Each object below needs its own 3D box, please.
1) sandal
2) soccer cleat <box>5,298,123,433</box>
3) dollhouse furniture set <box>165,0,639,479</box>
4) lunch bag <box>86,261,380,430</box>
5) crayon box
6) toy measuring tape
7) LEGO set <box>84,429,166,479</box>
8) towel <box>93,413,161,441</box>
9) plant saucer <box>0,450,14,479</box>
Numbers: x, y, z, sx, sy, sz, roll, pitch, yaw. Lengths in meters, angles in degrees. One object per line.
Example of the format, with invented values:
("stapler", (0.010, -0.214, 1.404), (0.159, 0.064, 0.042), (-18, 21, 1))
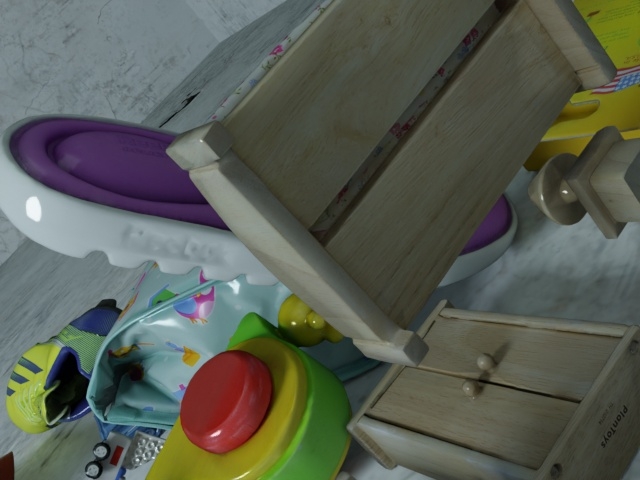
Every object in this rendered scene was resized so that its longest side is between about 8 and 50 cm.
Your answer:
("sandal", (-0.002, -0.046, 0.568), (0.169, 0.416, 0.102), (51, 131, 39))
("soccer cleat", (-0.303, 0.168, 0.944), (0.289, 0.093, 0.121), (-38, 21, 39))
("dollhouse furniture set", (0.000, 0.000, 0.430), (0.303, 0.355, 0.173), (-50, 22, -21))
("lunch bag", (-0.077, 0.048, 0.749), (0.262, 0.160, 0.223), (-28, 25, 17))
("crayon box", (0.272, -0.160, 0.661), (0.318, 0.081, 0.202), (-48, 22, -19))
("toy measuring tape", (-0.063, 0.180, 0.544), (0.121, 0.121, 0.330), (-3, 56, 58))
("LEGO set", (-0.180, 0.250, 0.583), (0.182, 0.060, 0.244), (-70, 2, -52))
("towel", (-0.201, 0.188, 0.860), (0.067, 0.029, 0.119), (-43, 21, -8))
("plant saucer", (-0.434, 0.343, 0.838), (0.258, 0.048, 0.259), (-43, 1, -5))
